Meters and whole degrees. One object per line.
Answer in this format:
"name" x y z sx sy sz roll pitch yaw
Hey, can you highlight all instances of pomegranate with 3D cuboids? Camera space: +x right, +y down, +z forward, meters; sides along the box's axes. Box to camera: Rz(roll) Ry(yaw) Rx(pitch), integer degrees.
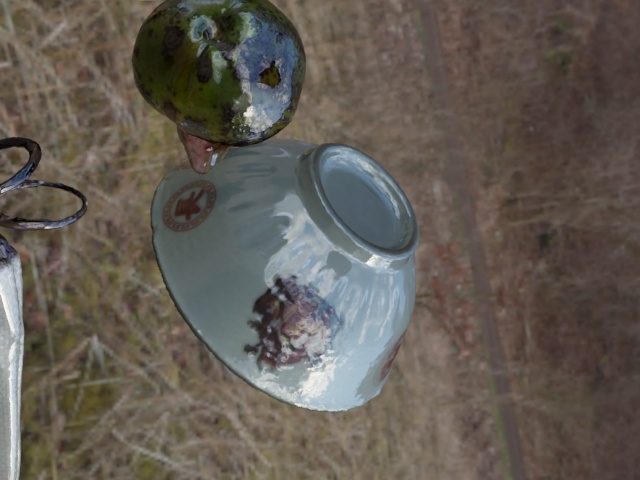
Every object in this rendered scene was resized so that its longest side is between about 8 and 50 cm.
"pomegranate" -0.085 -0.120 0.849 0.163 0.138 0.125 -68 171 22

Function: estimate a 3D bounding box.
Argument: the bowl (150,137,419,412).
"bowl" 0.000 0.000 1.141 0.337 0.157 0.337 29 38 -26

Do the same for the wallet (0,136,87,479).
"wallet" -0.268 0.045 0.613 0.068 0.335 0.274 -28 131 -50
